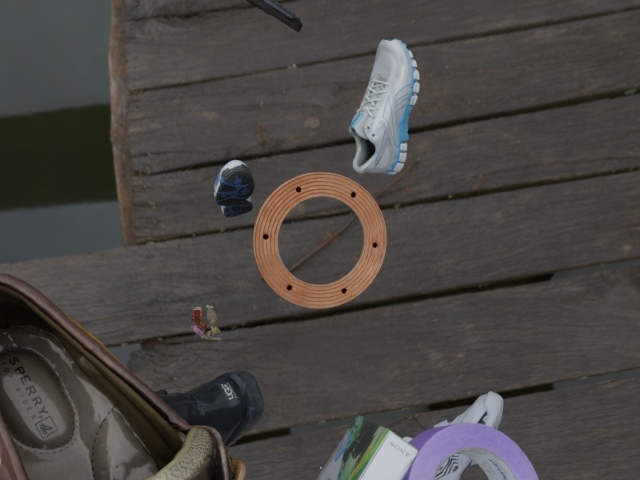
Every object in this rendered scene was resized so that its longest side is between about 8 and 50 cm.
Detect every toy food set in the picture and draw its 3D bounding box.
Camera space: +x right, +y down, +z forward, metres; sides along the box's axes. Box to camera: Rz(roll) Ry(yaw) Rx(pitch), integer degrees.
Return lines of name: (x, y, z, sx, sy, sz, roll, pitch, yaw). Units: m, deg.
toy food set: (-0.292, 0.211, 1.508, 0.078, 0.122, 0.019, 2, 38, 17)

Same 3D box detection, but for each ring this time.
ring: (0.000, 0.000, 1.483, 0.337, 0.032, 0.336, -2, 97, -14)

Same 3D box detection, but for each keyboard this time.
keyboard: (-0.111, -0.434, 1.074, 0.180, 0.108, 0.023, 34, 97, 1)

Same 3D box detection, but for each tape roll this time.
tape roll: (0.261, 0.473, 1.082, 0.275, 0.090, 0.274, 7, 67, -17)

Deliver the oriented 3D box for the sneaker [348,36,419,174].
sneaker: (0.079, -0.175, 0.816, 0.083, 0.190, 0.071, -14, 28, -33)

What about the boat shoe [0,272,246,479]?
boat shoe: (-0.099, 0.155, 0.327, 0.123, 0.123, 0.342, -27, 69, -40)

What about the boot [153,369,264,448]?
boot: (-0.353, 0.366, 0.971, 0.146, 0.445, 0.367, 50, 119, 26)

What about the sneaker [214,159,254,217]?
sneaker: (-0.175, -0.111, 1.161, 0.080, 0.211, 0.081, -16, 78, -14)

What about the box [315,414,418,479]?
box: (0.041, 0.404, 0.972, 0.058, 0.322, 0.232, 35, 77, 2)

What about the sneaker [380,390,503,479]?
sneaker: (0.230, 0.445, 1.323, 0.210, 0.137, 0.366, 34, 78, 29)
